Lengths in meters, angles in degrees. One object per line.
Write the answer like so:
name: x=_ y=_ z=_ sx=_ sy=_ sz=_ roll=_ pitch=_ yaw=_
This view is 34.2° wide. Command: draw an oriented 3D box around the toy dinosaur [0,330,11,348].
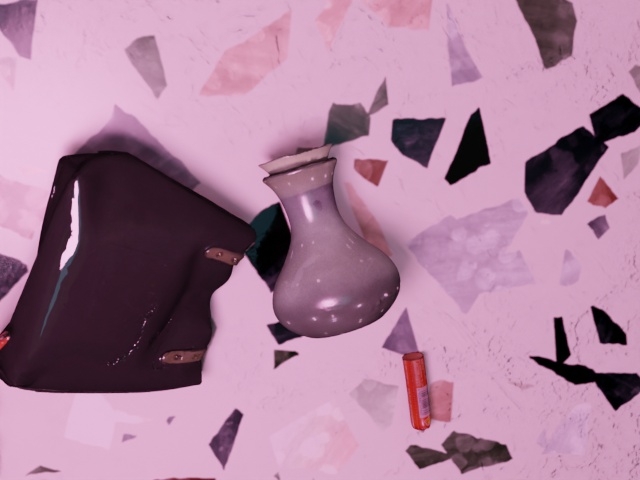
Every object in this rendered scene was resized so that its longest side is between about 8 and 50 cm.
toy dinosaur: x=-0.481 y=0.209 z=1.377 sx=0.286 sy=0.070 sz=0.139 roll=-16 pitch=105 yaw=31

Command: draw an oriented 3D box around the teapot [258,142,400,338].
teapot: x=0.000 y=0.000 z=1.427 sx=0.183 sy=0.183 sz=0.251 roll=-18 pitch=95 yaw=-5

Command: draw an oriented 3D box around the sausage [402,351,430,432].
sausage: x=0.148 y=0.234 z=1.578 sx=0.034 sy=0.034 sz=0.129 roll=-11 pitch=107 yaw=-7

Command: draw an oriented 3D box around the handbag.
handbag: x=-0.254 y=0.059 z=1.405 sx=0.288 sy=0.152 sz=0.342 roll=17 pitch=105 yaw=-26
